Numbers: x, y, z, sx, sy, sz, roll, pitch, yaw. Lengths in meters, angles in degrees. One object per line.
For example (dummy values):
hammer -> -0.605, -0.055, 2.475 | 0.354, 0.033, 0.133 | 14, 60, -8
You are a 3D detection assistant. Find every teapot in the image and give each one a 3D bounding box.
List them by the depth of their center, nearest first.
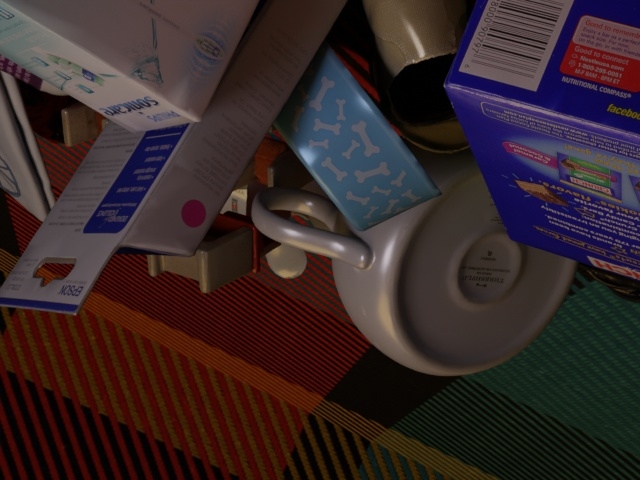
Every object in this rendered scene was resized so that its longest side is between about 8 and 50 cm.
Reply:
teapot -> 0.100, -0.008, 1.617 | 0.187, 0.252, 0.256 | 36, 164, 51

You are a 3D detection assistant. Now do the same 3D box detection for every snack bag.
snack bag -> -0.427, -0.196, 1.895 | 0.342, 0.037, 0.323 | 36, 157, 26

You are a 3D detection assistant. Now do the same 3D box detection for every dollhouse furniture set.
dollhouse furniture set -> -0.112, -0.093, 1.731 | 0.262, 0.135, 0.259 | 16, 122, 31

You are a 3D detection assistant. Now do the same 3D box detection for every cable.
cable -> 0.309, 0.020, 1.737 | 0.184, 0.047, 0.150 | 33, 169, -40

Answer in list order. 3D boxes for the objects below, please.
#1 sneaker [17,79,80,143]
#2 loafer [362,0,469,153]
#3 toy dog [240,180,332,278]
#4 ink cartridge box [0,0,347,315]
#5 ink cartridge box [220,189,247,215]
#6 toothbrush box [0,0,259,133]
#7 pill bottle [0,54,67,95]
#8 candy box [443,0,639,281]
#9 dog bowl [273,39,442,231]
sneaker -> -0.348, -0.193, 1.929 | 0.135, 0.097, 0.276 | 19, 166, 14
loafer -> 0.087, -0.127, 1.390 | 0.102, 0.092, 0.268 | -13, 155, 9
toy dog -> 0.000, 0.000, 1.921 | 0.334, 0.161, 0.220 | 16, 163, 30
ink cartridge box -> -0.107, -0.088, 1.345 | 0.069, 0.371, 0.176 | 41, 161, -24
ink cartridge box -> -0.144, -0.073, 2.143 | 0.145, 0.045, 0.179 | 21, 168, 12
toothbrush box -> -0.182, -0.240, 1.236 | 0.295, 0.216, 0.126 | 32, 165, -25
pill bottle -> -0.252, -0.227, 1.497 | 0.301, 0.169, 0.169 | 27, 166, -6
candy box -> 0.259, -0.065, 1.333 | 0.268, 0.122, 0.317 | 18, 164, 20
dog bowl -> 0.002, -0.105, 1.439 | 0.166, 0.074, 0.297 | 51, -178, -26
